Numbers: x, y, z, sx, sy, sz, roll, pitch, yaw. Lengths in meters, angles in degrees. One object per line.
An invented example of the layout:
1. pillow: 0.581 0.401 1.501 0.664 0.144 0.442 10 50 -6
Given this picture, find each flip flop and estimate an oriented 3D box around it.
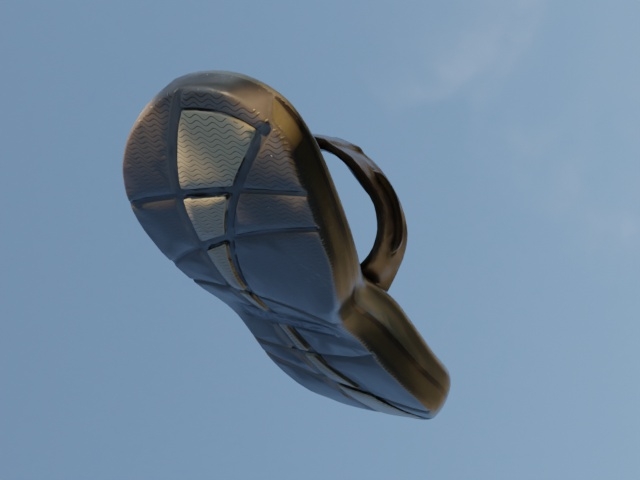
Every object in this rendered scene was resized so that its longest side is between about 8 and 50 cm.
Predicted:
1. flip flop: 0.000 0.000 0.801 0.080 0.112 0.277 -63 -34 -18
